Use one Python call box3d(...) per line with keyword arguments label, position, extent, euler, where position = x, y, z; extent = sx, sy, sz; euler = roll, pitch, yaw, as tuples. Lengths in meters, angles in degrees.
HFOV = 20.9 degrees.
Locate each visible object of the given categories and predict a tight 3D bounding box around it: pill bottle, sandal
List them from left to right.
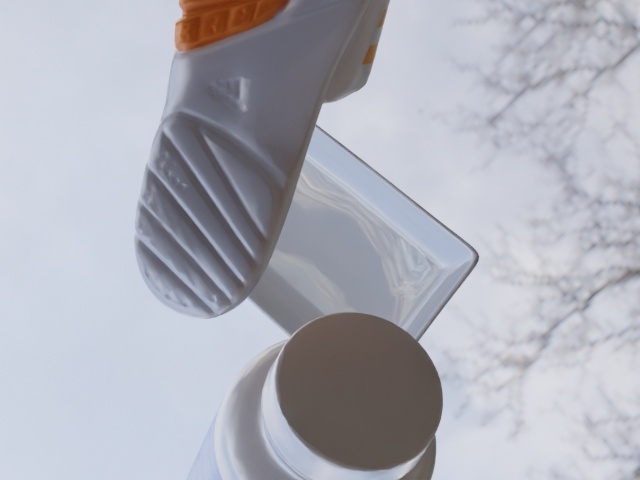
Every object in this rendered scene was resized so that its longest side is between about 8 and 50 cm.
box3d(label="sandal", position=(-0.026, -0.090, 0.885), extent=(0.102, 0.265, 0.076), euler=(22, -173, 19))
box3d(label="pill bottle", position=(-0.006, 0.128, 0.980), extent=(0.124, 0.221, 0.124), euler=(6, -120, -11))

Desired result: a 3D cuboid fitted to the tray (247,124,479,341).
box3d(label="tray", position=(0.000, 0.000, 1.377), extent=(0.270, 0.145, 0.030), euler=(41, -172, 35))
